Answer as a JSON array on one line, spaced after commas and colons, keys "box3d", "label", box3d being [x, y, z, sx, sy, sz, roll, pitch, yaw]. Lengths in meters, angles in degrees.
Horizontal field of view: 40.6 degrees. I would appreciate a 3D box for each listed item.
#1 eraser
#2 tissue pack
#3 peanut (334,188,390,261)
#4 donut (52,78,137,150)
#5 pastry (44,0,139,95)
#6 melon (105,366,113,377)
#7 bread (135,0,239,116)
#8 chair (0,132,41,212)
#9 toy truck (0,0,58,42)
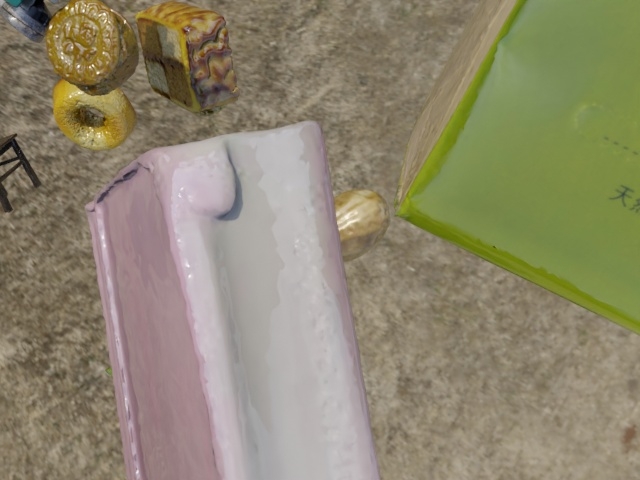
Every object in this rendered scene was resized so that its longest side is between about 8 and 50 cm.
[{"box3d": [-0.070, 0.121, 0.622, 0.122, 0.272, 0.359, -9, 87, -25], "label": "eraser"}, {"box3d": [0.205, -0.055, 0.435, 0.275, 0.167, 0.200, 26, 115, -4], "label": "tissue pack"}, {"box3d": [0.000, 0.001, 1.095, 0.193, 0.089, 0.089, -25, 119, -7], "label": "peanut"}, {"box3d": [-0.455, -0.248, 1.735, 0.178, 0.162, 0.065, 55, 30, -43], "label": "donut"}, {"box3d": [-0.255, -0.218, 0.974, 0.057, 0.097, 0.109, -35, 123, -71], "label": "pastry"}, {"box3d": [-0.272, 0.237, 1.375, 0.114, 0.262, 0.053, 21, 78, 6], "label": "melon"}, {"box3d": [-0.236, -0.318, 1.509, 0.096, 0.222, 0.181, -22, 122, -28], "label": "bread"}, {"box3d": [-0.516, -0.144, 1.280, 0.084, 0.101, 0.212, -14, 115, 21], "label": "chair"}, {"box3d": [-0.373, -0.380, 1.007, 0.176, 0.363, 0.178, -51, 135, 5], "label": "toy truck"}]
